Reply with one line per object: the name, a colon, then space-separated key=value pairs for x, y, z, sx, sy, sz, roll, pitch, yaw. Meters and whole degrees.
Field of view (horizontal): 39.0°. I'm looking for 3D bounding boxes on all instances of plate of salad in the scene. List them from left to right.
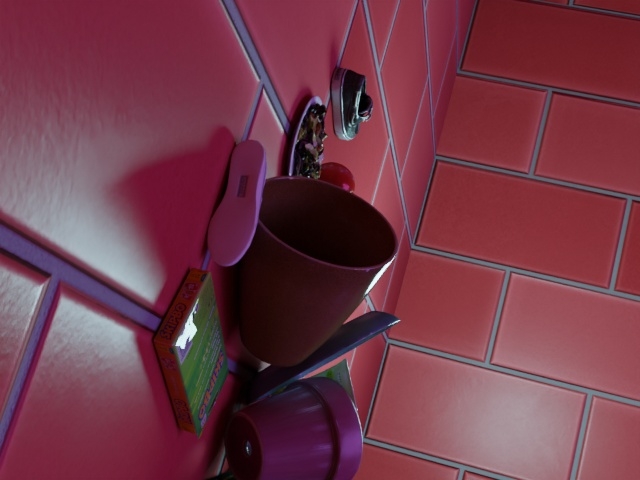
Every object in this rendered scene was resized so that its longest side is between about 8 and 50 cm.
plate of salad: x=-0.016 y=-0.157 z=1.608 sx=0.200 sy=0.048 sz=0.199 roll=14 pitch=90 yaw=-77

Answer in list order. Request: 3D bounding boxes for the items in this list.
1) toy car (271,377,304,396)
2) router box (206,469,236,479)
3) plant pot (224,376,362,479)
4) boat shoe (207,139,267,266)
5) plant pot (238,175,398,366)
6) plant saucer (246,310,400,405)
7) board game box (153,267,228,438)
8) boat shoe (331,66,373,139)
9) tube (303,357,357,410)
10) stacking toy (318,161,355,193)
toy car: x=-0.034 y=0.356 z=1.891 sx=0.188 sy=0.149 sz=0.155 roll=-74 pitch=166 yaw=-79
router box: x=-0.087 y=0.467 z=1.474 sx=0.309 sy=0.243 sz=0.081 roll=35 pitch=73 yaw=-78
plant pot: x=-0.058 y=0.344 z=1.559 sx=0.180 sy=0.201 sz=0.201 roll=-3 pitch=111 yaw=-35
boat shoe: x=-0.112 y=-0.048 z=1.269 sx=0.063 sy=0.066 sz=0.184 roll=60 pitch=34 yaw=-71
plant pot: x=-0.033 y=0.067 z=1.421 sx=0.237 sy=0.237 sz=0.254 roll=-57 pitch=171 yaw=-58
plant saucer: x=-0.002 y=0.206 z=1.642 sx=0.043 sy=0.318 sz=0.317 roll=61 pitch=9 yaw=8
board game box: x=-0.174 y=0.165 z=1.260 sx=0.259 sy=0.039 sz=0.124 roll=84 pitch=23 yaw=-49
boat shoe: x=0.067 y=-0.264 z=1.817 sx=0.219 sy=0.070 sz=0.077 roll=74 pitch=31 yaw=-66
tube: x=0.006 y=0.276 z=1.665 sx=0.062 sy=0.070 sz=0.240 roll=-53 pitch=-170 yaw=-26
stacking toy: x=0.000 y=0.000 z=1.674 sx=0.141 sy=0.141 sz=0.330 roll=78 pitch=23 yaw=-63
